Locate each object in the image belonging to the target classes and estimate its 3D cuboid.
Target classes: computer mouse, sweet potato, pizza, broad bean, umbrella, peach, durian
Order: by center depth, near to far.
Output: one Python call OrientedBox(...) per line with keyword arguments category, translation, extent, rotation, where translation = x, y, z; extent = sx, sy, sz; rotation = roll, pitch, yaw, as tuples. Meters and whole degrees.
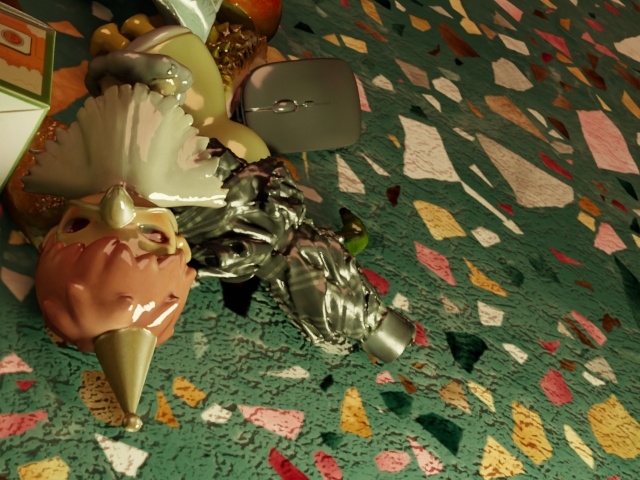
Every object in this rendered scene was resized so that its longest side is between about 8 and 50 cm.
OrientedBox(category="pizza", translation=(-0.257, -0.075, 1.674), extent=(0.176, 0.036, 0.185), rotation=(-10, 54, -24))
OrientedBox(category="umbrella", translation=(-0.042, 0.033, 1.722), extent=(0.337, 0.154, 0.128), rotation=(51, 2, -16))
OrientedBox(category="broad bean", translation=(0.007, 0.004, 1.863), extent=(0.061, 0.046, 0.195), rotation=(36, 28, 13))
OrientedBox(category="sweet potato", translation=(-0.059, -0.086, 1.928), extent=(0.095, 0.034, 0.034), rotation=(6, 43, -44))
OrientedBox(category="durian", translation=(-0.122, -0.223, 2.005), extent=(0.140, 0.078, 0.224), rotation=(28, 31, -13))
OrientedBox(category="computer mouse", translation=(-0.015, -0.174, 2.031), extent=(0.232, 0.057, 0.120), rotation=(-9, 92, -51))
OrientedBox(category="peach", translation=(-0.109, -0.329, 2.140), extent=(0.151, 0.151, 0.118), rotation=(36, 76, 11))

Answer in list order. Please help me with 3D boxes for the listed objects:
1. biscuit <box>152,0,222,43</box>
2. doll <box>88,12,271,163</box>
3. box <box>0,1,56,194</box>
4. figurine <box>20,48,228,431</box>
OrientedBox(category="biscuit", translation=(-0.162, -0.384, 1.986), extent=(0.186, 0.079, 0.309), rotation=(56, 36, -36))
OrientedBox(category="doll", translation=(-0.155, -0.143, 1.851), extent=(0.141, 0.117, 0.296), rotation=(-23, 78, -48))
OrientedBox(category="box", translation=(-0.377, -0.132, 1.521), extent=(0.177, 0.195, 0.148), rotation=(20, 34, -23))
OrientedBox(category="figurine", translation=(-0.197, -0.004, 1.528), extent=(0.207, 0.166, 0.387), rotation=(7, 61, -6))
